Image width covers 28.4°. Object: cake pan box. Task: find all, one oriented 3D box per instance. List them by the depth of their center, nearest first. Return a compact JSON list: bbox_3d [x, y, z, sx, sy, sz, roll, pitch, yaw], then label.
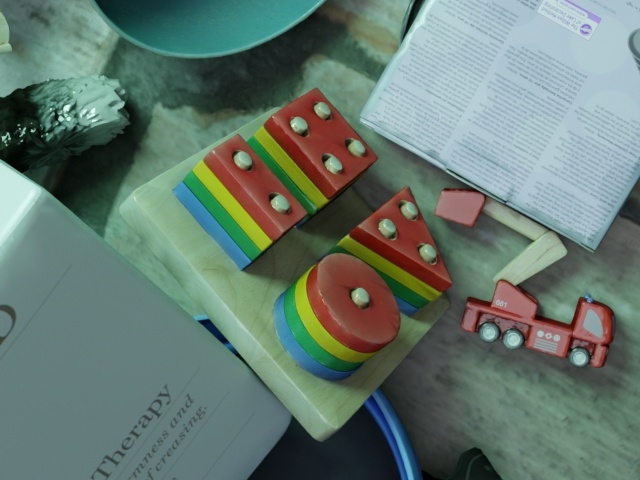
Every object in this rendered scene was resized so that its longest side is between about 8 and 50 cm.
[{"bbox_3d":[0.198,-0.157,1.156,0.266,0.070,0.246,29,98,5],"label":"cake pan box"}]

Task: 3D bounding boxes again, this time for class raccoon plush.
[{"bbox_3d":[-0.444,-0.153,1.244,0.446,0.216,0.299,-20,78,-18],"label":"raccoon plush"}]

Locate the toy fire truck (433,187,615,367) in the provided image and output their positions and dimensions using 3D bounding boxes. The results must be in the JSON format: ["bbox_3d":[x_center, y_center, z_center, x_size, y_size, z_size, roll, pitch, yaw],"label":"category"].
[{"bbox_3d":[0.191,0.033,1.188,0.192,0.047,0.135,15,97,7],"label":"toy fire truck"}]

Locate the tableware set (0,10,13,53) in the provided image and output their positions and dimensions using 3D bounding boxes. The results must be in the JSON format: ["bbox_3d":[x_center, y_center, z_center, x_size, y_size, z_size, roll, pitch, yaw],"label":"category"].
[{"bbox_3d":[-0.352,-0.223,1.111,0.141,0.020,0.169,0,129,4],"label":"tableware set"}]

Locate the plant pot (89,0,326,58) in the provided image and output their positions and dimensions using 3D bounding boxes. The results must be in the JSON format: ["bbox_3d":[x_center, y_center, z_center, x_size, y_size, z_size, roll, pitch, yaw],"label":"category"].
[{"bbox_3d":[-0.113,-0.334,1.104,0.290,0.290,0.195,-45,53,11],"label":"plant pot"}]

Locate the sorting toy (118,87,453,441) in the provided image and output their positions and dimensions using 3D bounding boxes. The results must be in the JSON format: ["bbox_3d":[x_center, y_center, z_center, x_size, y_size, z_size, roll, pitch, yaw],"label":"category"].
[{"bbox_3d":[0.000,0.000,1.102,0.255,0.257,0.089,49,125,1],"label":"sorting toy"}]

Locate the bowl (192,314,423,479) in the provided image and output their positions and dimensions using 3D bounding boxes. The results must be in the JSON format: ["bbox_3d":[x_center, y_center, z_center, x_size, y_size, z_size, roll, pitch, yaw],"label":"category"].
[{"bbox_3d":[-0.081,0.264,1.178,0.391,0.077,0.391,-5,76,23],"label":"bowl"}]

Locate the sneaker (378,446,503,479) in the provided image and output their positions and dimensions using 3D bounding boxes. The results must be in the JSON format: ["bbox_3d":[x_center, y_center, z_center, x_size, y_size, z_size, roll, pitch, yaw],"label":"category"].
[{"bbox_3d":[0.046,0.272,1.220,0.293,0.102,0.146,-18,78,15],"label":"sneaker"}]

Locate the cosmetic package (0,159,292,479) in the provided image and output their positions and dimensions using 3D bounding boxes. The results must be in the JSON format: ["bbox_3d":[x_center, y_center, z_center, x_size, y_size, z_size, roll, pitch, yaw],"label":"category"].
[{"bbox_3d":[-0.301,0.121,1.011,0.327,0.394,0.329,30,78,37],"label":"cosmetic package"}]
